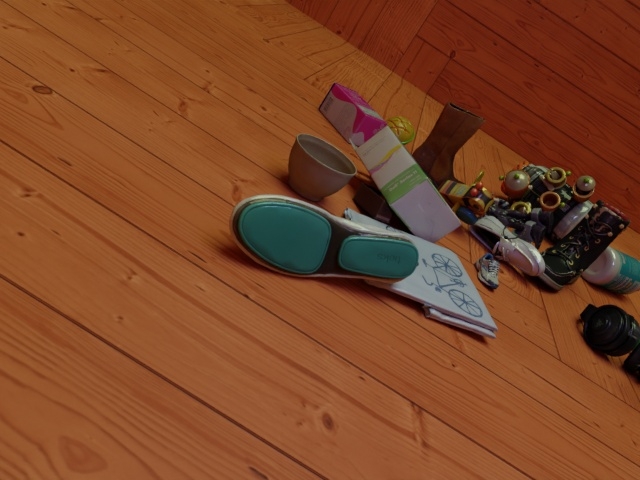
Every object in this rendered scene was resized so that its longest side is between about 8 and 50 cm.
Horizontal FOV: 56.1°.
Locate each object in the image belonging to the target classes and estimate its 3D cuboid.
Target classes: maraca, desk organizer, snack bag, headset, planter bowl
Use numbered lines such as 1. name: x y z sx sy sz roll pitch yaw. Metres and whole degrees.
1. maraca: 0.273 -0.390 2.198 0.127 0.099 0.185 32 49 15
2. desk organizer: 0.136 -0.097 1.513 0.047 0.050 0.130 17 17 -31
3. snack bag: 0.215 0.067 1.363 0.343 0.037 0.323 21 27 -19
4. headset: 0.852 0.259 1.609 0.243 0.185 0.394 35 13 3
5. planter bowl: -0.011 -0.161 1.415 0.162 0.109 0.162 26 25 -14

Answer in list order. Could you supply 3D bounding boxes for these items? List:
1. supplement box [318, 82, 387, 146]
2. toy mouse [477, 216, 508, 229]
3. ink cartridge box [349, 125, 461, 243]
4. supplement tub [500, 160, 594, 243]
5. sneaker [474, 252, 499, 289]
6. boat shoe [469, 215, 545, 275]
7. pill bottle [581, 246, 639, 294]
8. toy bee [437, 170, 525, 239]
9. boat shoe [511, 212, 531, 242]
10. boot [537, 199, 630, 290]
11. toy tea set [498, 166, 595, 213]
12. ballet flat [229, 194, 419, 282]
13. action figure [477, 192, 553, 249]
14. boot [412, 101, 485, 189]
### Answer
1. supplement box: 0.107 -0.419 2.023 0.114 0.111 0.220 11 34 -41
2. toy mouse: 0.588 -0.051 2.033 0.161 0.031 0.143 35 25 4
3. ink cartridge box: 0.218 -0.166 1.618 0.207 0.119 0.353 44 14 -38
4. supplement tub: 0.899 -0.155 2.390 0.207 0.207 0.338 -1 43 -51
5. sneaker: 0.452 0.077 1.604 0.052 0.058 0.135 26 26 -16
6. boat shoe: 0.553 0.025 1.802 0.084 0.095 0.258 -19 44 -28
7. pill bottle: 1.082 0.114 2.196 0.264 0.146 0.146 18 29 -30
8. toy bee: 0.460 -0.132 1.794 0.299 0.195 0.162 5 -31 33
9. boat shoe: 0.682 -0.009 2.012 0.226 0.083 0.075 -51 126 -48
10. boot: 0.811 0.013 1.882 0.378 0.284 0.138 2 40 -50
11. toy tea set: 0.841 -0.198 2.238 0.124 0.336 0.199 59 17 -61
12. ballet flat: 0.000 0.000 1.132 0.401 0.139 0.139 12 32 -29
13. action figure: 0.595 -0.075 1.946 0.285 0.099 0.185 25 48 34
14. boot: 0.458 -0.302 2.033 0.264 0.280 0.096 27 26 -15
